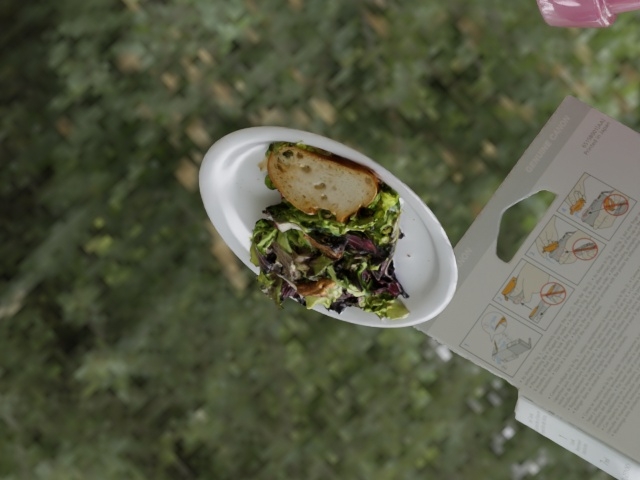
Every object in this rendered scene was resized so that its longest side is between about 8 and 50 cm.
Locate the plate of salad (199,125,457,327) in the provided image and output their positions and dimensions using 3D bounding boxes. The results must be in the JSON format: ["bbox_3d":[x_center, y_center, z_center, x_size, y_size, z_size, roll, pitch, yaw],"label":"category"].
[{"bbox_3d":[0.000,0.000,1.391,0.200,0.200,0.048,-41,-164,55],"label":"plate of salad"}]

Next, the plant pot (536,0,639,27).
[{"bbox_3d":[0.279,-0.277,1.652,0.180,0.201,0.201,2,-162,17],"label":"plant pot"}]

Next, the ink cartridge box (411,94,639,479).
[{"bbox_3d":[0.240,0.039,1.687,0.275,0.239,0.060,-52,160,-22],"label":"ink cartridge box"}]
